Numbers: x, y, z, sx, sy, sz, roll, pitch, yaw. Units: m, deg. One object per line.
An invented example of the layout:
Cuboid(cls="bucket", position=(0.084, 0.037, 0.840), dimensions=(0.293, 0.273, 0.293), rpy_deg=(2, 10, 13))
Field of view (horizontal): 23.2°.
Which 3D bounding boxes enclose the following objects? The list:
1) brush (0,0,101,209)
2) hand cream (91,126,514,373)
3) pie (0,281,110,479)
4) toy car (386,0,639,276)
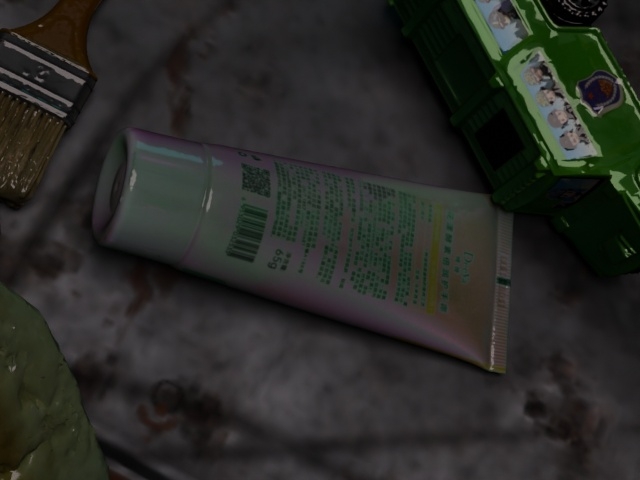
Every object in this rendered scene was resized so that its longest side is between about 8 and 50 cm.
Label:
Cuboid(cls="brush", position=(-0.098, -0.091, 0.619), dimensions=(0.043, 0.014, 0.170), rpy_deg=(27, 67, -5))
Cuboid(cls="hand cream", position=(0.000, 0.000, 0.607), dimensions=(0.174, 0.047, 0.076), rpy_deg=(13, 70, -22))
Cuboid(cls="pie", position=(-0.166, 0.098, 0.457), dimensions=(0.240, 0.054, 0.240), rpy_deg=(-12, 123, -20))
Cuboid(cls="toy car", position=(0.090, -0.058, 0.631), dimensions=(0.062, 0.071, 0.165), rpy_deg=(-26, 84, -20))
